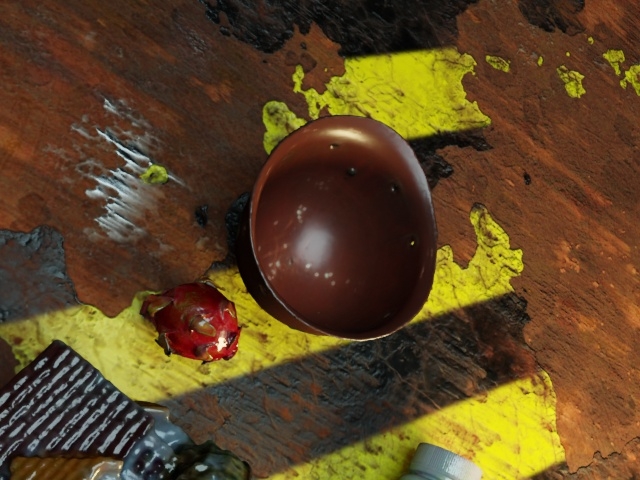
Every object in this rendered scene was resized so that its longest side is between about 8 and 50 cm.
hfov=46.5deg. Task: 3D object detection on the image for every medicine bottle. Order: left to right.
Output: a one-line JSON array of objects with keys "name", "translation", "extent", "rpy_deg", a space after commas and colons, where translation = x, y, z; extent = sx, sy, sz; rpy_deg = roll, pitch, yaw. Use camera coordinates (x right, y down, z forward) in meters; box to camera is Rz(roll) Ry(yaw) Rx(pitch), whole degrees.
[{"name": "medicine bottle", "translation": [0.182, 0.476, 1.275], "extent": [0.139, 0.139, 0.225], "rpy_deg": [34, 67, -15]}]

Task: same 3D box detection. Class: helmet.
[{"name": "helmet", "translation": [0.000, 0.000, 1.245], "extent": [0.338, 0.230, 0.384], "rpy_deg": [29, 60, -18]}]

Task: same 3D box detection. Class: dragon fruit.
[{"name": "dragon fruit", "translation": [-0.200, 0.123, 1.182], "extent": [0.166, 0.136, 0.133], "rpy_deg": [24, 94, 3]}]

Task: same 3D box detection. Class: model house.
[{"name": "model house", "translation": [-0.338, 0.316, 0.966], "extent": [0.339, 0.297, 0.360], "rpy_deg": [49, 65, -13]}]
